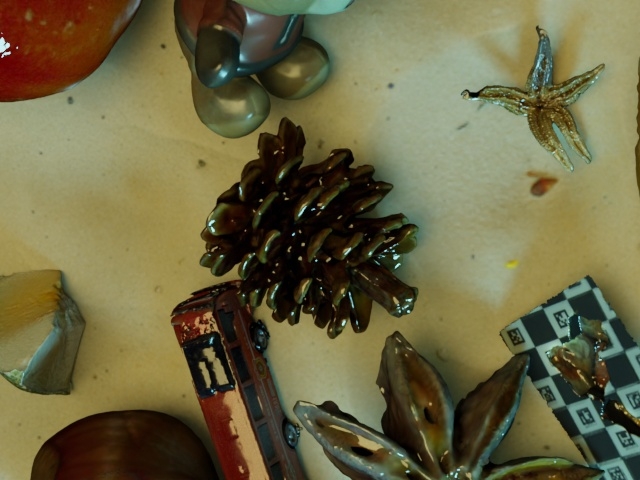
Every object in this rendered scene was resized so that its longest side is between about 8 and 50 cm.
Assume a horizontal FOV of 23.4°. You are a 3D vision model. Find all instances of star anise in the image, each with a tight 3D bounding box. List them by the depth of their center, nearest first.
[{"bbox_3d":[0.108,0.244,1.450,0.332,0.117,0.331,5,74,-16],"label":"star anise"}]

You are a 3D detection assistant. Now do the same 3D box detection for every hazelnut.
[{"bbox_3d":[-0.193,0.292,1.585,0.230,0.229,0.229,3,97,21],"label":"hazelnut"}]

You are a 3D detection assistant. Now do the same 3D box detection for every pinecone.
[{"bbox_3d":[0.001,0.000,1.481,0.212,0.168,0.185,23,116,3],"label":"pinecone"}]

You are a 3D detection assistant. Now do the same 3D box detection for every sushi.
[{"bbox_3d":[0.273,0.137,1.459,0.201,0.031,0.139,57,137,5],"label":"sushi"}]

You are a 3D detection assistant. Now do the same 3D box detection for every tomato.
[{"bbox_3d":[-0.333,-0.305,1.514,0.293,0.290,0.325,25,107,24],"label":"tomato"}]

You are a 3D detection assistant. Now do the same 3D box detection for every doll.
[{"bbox_3d":[-0.041,-0.253,1.418,0.174,0.235,0.330,50,141,14],"label":"doll"}]

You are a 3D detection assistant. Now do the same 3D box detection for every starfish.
[{"bbox_3d":[0.199,-0.135,1.454,0.130,0.041,0.133,7,97,14],"label":"starfish"}]

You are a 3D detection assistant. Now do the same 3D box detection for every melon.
[{"bbox_3d":[-0.298,0.113,1.651,0.093,0.202,0.139,-26,122,3],"label":"melon"}]

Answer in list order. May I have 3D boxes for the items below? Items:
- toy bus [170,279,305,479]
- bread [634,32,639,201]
[{"bbox_3d":[-0.082,0.160,1.572,0.074,0.096,0.234,-19,90,20],"label":"toy bus"},{"bbox_3d":[0.409,-0.109,1.276,0.279,0.225,0.250,-2,94,18],"label":"bread"}]
